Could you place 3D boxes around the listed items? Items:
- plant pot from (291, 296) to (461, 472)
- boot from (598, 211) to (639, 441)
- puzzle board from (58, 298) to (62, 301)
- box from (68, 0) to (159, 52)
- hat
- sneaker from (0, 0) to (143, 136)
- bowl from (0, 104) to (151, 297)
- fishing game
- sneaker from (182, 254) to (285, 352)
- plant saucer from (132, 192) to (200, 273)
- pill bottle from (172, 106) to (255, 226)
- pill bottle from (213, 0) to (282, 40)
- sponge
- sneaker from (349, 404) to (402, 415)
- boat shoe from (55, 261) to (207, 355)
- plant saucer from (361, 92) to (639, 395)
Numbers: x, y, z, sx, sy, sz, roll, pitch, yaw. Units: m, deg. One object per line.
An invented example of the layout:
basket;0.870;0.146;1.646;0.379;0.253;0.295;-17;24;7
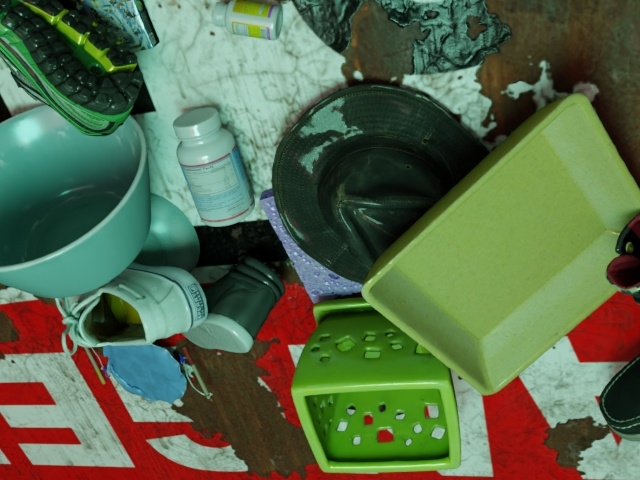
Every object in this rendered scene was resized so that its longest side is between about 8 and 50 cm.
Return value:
plant pot;0.095;0.213;1.037;0.227;0.207;0.228;-6;129;11
boot;0.475;0.102;0.880;0.284;0.138;0.377;31;121;-27
puzzle board;-0.457;0.074;1.215;0.096;0.011;0.128;40;125;-15
box;-0.285;-0.316;0.884;0.094;0.027;0.137;-7;123;17
hat;0.086;-0.036;0.903;0.331;0.134;0.331;2;123;3
sneaker;-0.391;-0.266;0.870;0.343;0.134;0.146;47;145;-1
bowl;-0.372;-0.040;0.964;0.311;0.311;0.163;0;143;14
fishing game;-0.337;0.246;1.291;0.264;0.041;0.189;-2;124;25
sneaker;-0.163;0.097;1.109;0.296;0.147;0.104;0;134;52
plant saucer;-0.301;0.006;1.111;0.195;0.037;0.195;6;125;9
pill bottle;-0.157;-0.106;0.965;0.087;0.087;0.160;-5;123;17
pill bottle;-0.093;-0.284;0.849;0.083;0.043;0.043;11;127;6
sponge;0.000;0.000;1.035;0.117;0.031;0.210;-15;120;22
sneaker;0.081;0.266;1.191;0.170;0.051;0.089;-1;129;18
boat shoe;-0.345;0.117;1.043;0.367;0.156;0.136;2;111;43
plant saucer;0.249;0.014;0.862;0.333;0.081;0.333;-43;127;9
